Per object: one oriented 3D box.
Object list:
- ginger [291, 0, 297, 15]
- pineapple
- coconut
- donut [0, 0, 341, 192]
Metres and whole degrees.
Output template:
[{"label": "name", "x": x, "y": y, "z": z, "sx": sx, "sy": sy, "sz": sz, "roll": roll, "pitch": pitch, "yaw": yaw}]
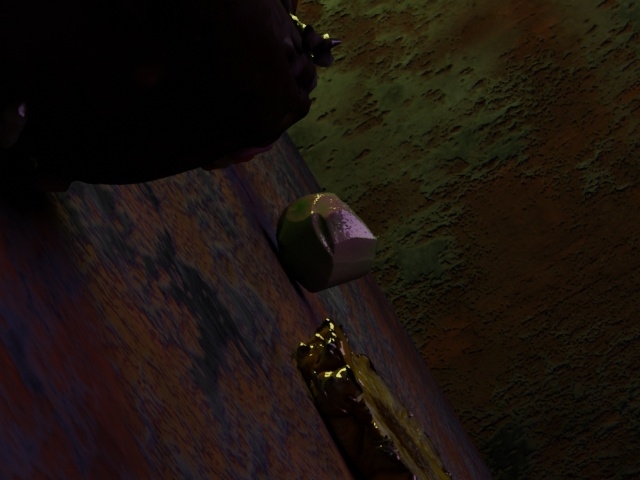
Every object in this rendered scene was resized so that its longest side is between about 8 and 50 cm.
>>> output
[{"label": "ginger", "x": -0.104, "y": -0.265, "z": 1.782, "sx": 0.165, "sy": 0.172, "sz": 0.321, "roll": 10, "pitch": 36, "yaw": -29}, {"label": "pineapple", "x": 0.045, "y": 0.145, "z": 1.346, "sx": 0.221, "sy": 0.047, "sz": 0.221, "roll": 55, "pitch": 4, "yaw": -6}, {"label": "coconut", "x": 0.000, "y": 0.000, "z": 1.676, "sx": 0.082, "sy": 0.081, "sz": 0.083, "roll": 48, "pitch": -40, "yaw": 43}, {"label": "donut", "x": -0.116, "y": -0.158, "z": 0.768, "sx": 0.345, "sy": 0.136, "sz": 0.259, "roll": 62, "pitch": 2, "yaw": 26}]
